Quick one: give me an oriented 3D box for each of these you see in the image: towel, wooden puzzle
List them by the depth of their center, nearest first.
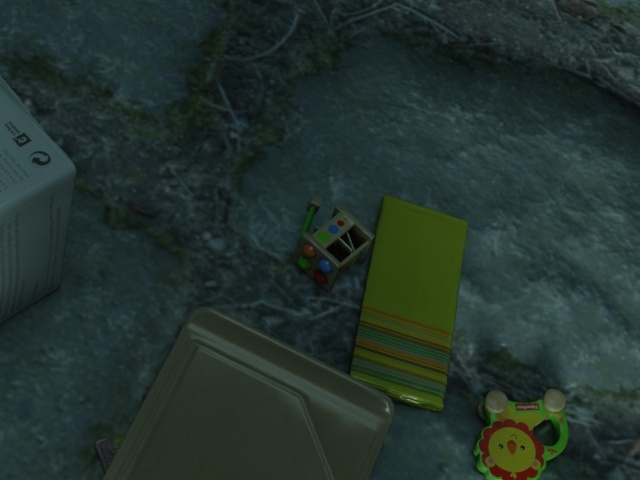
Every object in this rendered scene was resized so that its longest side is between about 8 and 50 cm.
[{"bbox_3d":[-0.166,0.210,1.263,0.060,0.009,0.083,-16,63,-24],"label":"towel"},{"bbox_3d":[-0.068,0.205,1.270,0.221,0.044,0.238,27,59,-2],"label":"wooden puzzle"},{"bbox_3d":[0.092,0.062,1.424,0.102,0.021,0.237,19,54,-9],"label":"towel"}]

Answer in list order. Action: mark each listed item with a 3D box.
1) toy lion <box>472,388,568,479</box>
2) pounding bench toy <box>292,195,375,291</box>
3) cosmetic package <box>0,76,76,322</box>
[{"bbox_3d":[0.197,0.196,1.356,0.100,0.034,0.096,0,65,-15],"label":"toy lion"},{"bbox_3d":[0.000,0.000,1.418,0.083,0.052,0.065,43,58,14],"label":"pounding bench toy"},{"bbox_3d":[-0.413,0.033,1.194,0.385,0.217,0.156,-32,70,-32],"label":"cosmetic package"}]
